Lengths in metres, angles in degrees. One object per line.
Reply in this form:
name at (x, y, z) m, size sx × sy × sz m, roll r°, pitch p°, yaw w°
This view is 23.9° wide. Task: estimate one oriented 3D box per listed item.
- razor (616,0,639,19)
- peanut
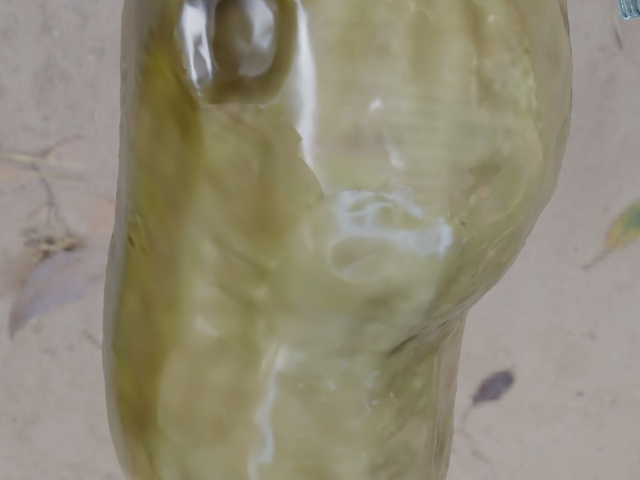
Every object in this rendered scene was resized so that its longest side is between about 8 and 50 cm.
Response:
razor at (0.179, -0.235, 1.032) m, size 0.068 × 0.037 × 0.191 m, roll -2°, pitch 130°, yaw 52°
peanut at (0.000, 0.000, 0.392) m, size 0.120 × 0.110 × 0.236 m, roll 16°, pitch 110°, yaw 22°
